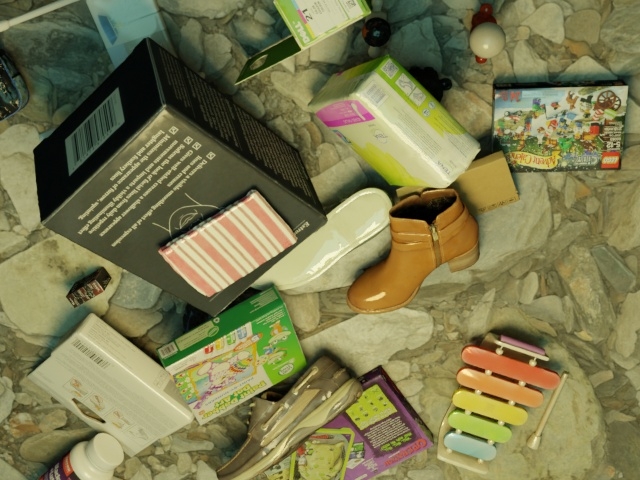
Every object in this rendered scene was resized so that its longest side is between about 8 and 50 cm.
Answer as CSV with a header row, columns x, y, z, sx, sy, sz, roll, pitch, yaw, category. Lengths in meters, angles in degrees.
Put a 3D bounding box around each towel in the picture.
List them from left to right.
x,y,z,sx,sy,sz,roll,pitch,yaw,category
-0.153,0.005,1.605,0.197,0.029,0.144,-32,136,7,towel

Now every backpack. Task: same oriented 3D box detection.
x,y,z,sx,sy,sz,roll,pitch,yaw,category
-0.585,-0.278,1.733,0.105,0.084,0.114,-24,106,12,backpack

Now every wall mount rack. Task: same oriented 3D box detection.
x,y,z,sx,sy,sz,roll,pitch,yaw,category
-0.380,-0.330,1.674,0.304,0.130,0.350,-17,111,10,wall mount rack

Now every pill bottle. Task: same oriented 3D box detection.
x,y,z,sx,sy,sz,roll,pitch,yaw,category
-0.513,0.498,2.053,0.108,0.108,0.193,43,110,-14,pill bottle

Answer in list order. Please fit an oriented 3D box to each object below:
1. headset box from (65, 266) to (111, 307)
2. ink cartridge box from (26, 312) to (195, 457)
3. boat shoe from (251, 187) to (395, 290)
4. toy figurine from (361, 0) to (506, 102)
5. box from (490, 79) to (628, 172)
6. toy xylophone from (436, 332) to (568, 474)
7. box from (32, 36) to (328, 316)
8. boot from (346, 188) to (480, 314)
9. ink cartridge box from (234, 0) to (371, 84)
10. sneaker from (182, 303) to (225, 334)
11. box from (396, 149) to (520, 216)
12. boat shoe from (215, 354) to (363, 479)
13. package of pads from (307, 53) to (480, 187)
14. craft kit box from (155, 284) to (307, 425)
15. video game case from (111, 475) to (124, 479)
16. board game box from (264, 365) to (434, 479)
x,y,z,sx,sy,sz,roll,pitch,yaw,category
-0.455,0.091,1.899,0.083,0.062,0.032,-28,110,14,headset box
-0.429,0.306,1.992,0.296,0.066,0.261,41,135,-14,ink cartridge box
0.000,0.000,1.810,0.319,0.099,0.116,-29,89,13,boat shoe
0.184,-0.352,1.622,0.213,0.148,0.209,-37,107,18,toy figurine
0.426,-0.204,1.729,0.233,0.044,0.159,-2,113,4,box
0.371,0.328,1.945,0.236,0.081,0.322,12,114,-2,toy xylophone
-0.236,-0.095,1.646,0.293,0.212,0.395,-40,132,17,box
0.155,0.021,1.753,0.283,0.109,0.220,-20,147,8,boot
-0.047,-0.377,1.602,0.255,0.189,0.097,-26,111,14,ink cartridge box
-0.231,0.182,1.925,0.087,0.083,0.221,14,109,-41,sneaker
0.254,-0.084,1.753,0.201,0.021,0.164,-20,149,11,box
-0.078,0.361,1.939,0.355,0.132,0.130,-39,77,8,boat shoe
0.119,-0.190,1.619,0.229,0.296,0.101,42,83,-14,package of pads
-0.163,0.225,1.837,0.250,0.061,0.246,-29,147,-9,craft kit box
-0.409,0.633,2.156,0.201,0.023,0.183,23,113,-8,video game case
0.039,0.427,2.028,0.347,0.056,0.208,-31,104,15,board game box
